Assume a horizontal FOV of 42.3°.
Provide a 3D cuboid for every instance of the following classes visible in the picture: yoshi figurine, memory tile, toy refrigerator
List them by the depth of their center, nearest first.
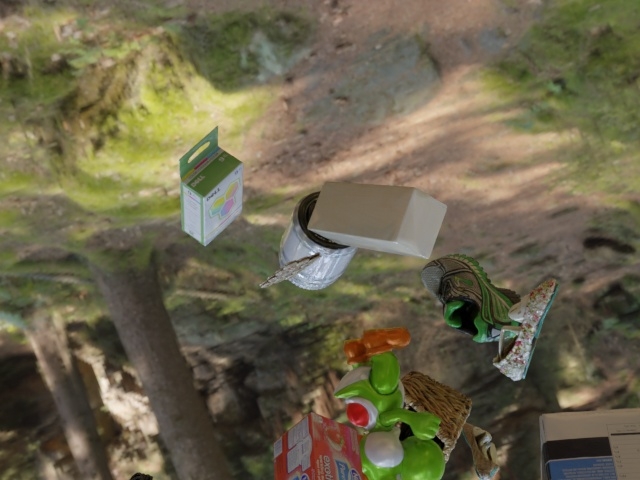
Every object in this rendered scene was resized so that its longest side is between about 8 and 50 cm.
[{"bbox_3d":[0.099,-0.039,1.503,0.094,0.102,0.269,26,171,-33],"label":"toy refrigerator"},{"bbox_3d":[0.163,0.370,1.731,0.203,0.362,0.203,-13,163,22],"label":"yoshi figurine"},{"bbox_3d":[-0.071,0.071,1.956,0.113,0.012,0.148,-17,166,-40],"label":"memory tile"}]

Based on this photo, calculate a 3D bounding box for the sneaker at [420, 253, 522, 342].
[{"bbox_3d":[0.335,0.130,1.954,0.146,0.134,0.343,-9,-158,-24],"label":"sneaker"}]

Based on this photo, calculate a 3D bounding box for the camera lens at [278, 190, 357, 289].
[{"bbox_3d":[0.000,0.000,2.474,0.219,0.219,0.274,-22,157,-28],"label":"camera lens"}]

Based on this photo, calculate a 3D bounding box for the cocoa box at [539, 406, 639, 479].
[{"bbox_3d":[0.526,0.491,1.494,0.232,0.347,0.228,-7,-134,11],"label":"cocoa box"}]

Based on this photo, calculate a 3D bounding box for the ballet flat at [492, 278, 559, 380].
[{"bbox_3d":[0.402,0.176,1.646,0.077,0.241,0.091,20,-153,14],"label":"ballet flat"}]

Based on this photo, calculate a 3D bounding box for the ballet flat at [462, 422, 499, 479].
[{"bbox_3d":[0.431,0.547,2.191,0.067,0.073,0.206,-45,-152,18],"label":"ballet flat"}]

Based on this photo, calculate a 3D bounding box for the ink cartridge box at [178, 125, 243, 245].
[{"bbox_3d":[-0.196,-0.095,1.496,0.109,0.062,0.209,-47,161,-31],"label":"ink cartridge box"}]

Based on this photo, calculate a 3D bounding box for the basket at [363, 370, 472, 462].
[{"bbox_3d":[0.203,0.495,2.008,0.223,0.213,0.299,-42,156,-60],"label":"basket"}]

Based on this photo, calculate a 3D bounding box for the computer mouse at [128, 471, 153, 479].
[{"bbox_3d":[-0.229,0.480,1.402,0.272,0.072,0.188,3,-134,8],"label":"computer mouse"}]

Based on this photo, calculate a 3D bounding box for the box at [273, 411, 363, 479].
[{"bbox_3d":[0.000,0.470,1.533,0.123,0.256,0.128,27,125,-28],"label":"box"}]
